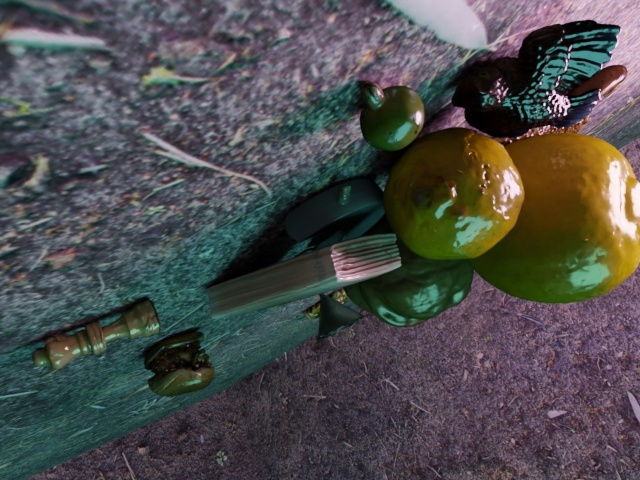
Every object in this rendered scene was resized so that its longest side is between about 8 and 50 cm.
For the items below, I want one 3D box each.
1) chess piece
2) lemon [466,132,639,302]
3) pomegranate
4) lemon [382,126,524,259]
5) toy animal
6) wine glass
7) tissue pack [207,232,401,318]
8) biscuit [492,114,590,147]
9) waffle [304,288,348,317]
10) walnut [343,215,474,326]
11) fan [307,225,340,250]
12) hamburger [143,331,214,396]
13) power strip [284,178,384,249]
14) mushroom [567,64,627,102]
[{"bbox_3d":[-0.332,0.143,0.667,0.172,0.060,0.060,-18,162,-31],"label":"chess piece"},{"bbox_3d":[0.426,-0.041,0.854,0.348,0.348,0.348,-28,166,-8],"label":"lemon"},{"bbox_3d":[0.070,-0.136,0.489,0.084,0.073,0.073,16,146,-18],"label":"pomegranate"},{"bbox_3d":[0.201,-0.069,0.685,0.204,0.204,0.260,-38,165,30],"label":"lemon"},{"bbox_3d":[0.266,-0.187,0.582,0.179,0.116,0.218,-24,171,-24],"label":"toy animal"},{"bbox_3d":[0.005,0.114,0.963,0.122,0.183,0.122,-26,167,-6],"label":"wine glass"},{"bbox_3d":[-0.038,0.066,0.768,0.325,0.071,0.170,-20,170,41],"label":"tissue pack"},{"bbox_3d":[0.435,-0.204,0.942,0.230,0.025,0.131,-16,166,1],"label":"biscuit"},{"bbox_3d":[0.050,0.254,1.786,0.223,0.054,0.204,-37,164,24],"label":"waffle"},{"bbox_3d":[0.201,0.064,1.043,0.276,0.282,0.253,-14,121,-30],"label":"walnut"},{"bbox_3d":[0.000,0.000,0.701,0.056,0.004,0.083,-24,166,-28],"label":"fan"},{"bbox_3d":[-0.335,0.303,1.048,0.159,0.131,0.185,-8,158,-48],"label":"hamburger"},{"bbox_3d":[0.034,-0.041,0.754,0.167,0.054,0.253,-32,166,2],"label":"power strip"},{"bbox_3d":[0.522,-0.289,0.857,0.123,0.052,0.123,-33,174,-4],"label":"mushroom"}]
